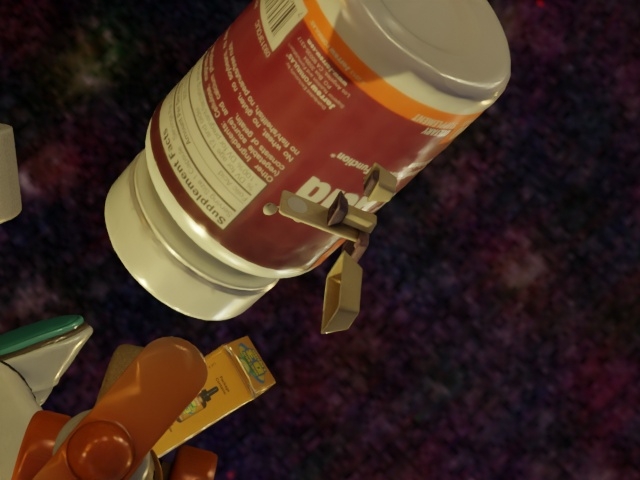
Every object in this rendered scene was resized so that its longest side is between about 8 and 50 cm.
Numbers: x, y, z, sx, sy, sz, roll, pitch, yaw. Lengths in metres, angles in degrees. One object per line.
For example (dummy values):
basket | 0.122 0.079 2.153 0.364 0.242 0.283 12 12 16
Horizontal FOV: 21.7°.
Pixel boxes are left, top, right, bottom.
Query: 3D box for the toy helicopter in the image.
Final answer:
toy helicopter | -0.153 0.214 1.086 0.140 0.355 0.235 15 137 -3

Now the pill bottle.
pill bottle | -0.025 -0.105 1.593 0.224 0.224 0.392 5 142 -44

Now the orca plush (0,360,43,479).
orca plush | -0.234 0.236 1.392 0.151 0.287 0.102 -37 147 0

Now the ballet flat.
ballet flat | -0.428 0.194 2.000 0.400 0.139 0.139 -18 136 -50

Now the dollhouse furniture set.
dollhouse furniture set | 0.000 0.000 1.232 0.081 0.114 0.091 22 129 -13

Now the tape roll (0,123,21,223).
tape roll | -0.419 -0.033 1.243 0.392 0.392 0.072 -11 99 -35

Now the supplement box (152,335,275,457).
supplement box | -0.172 0.210 2.093 0.233 0.078 0.080 -33 174 24
